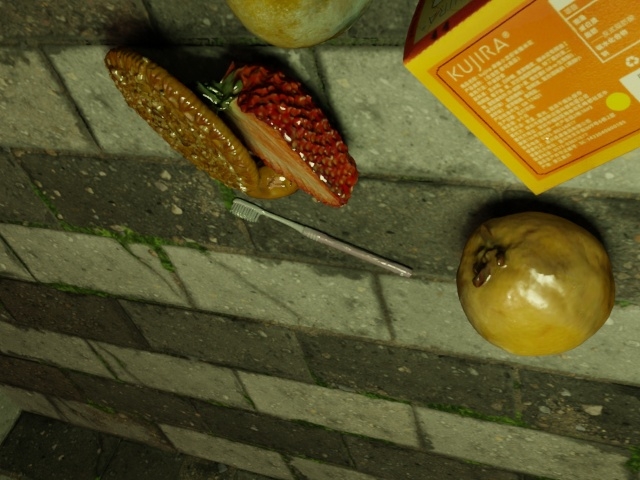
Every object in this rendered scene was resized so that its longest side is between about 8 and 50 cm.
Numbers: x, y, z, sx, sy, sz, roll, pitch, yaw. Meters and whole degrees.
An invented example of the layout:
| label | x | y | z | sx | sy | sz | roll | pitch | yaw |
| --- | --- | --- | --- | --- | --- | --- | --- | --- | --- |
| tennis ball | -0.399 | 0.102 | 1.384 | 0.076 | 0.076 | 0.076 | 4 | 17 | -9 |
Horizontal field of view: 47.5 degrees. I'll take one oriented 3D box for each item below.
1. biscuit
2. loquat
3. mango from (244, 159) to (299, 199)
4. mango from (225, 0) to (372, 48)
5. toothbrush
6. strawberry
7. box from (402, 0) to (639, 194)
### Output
| label | x | y | z | sx | sy | sz | roll | pitch | yaw |
| --- | --- | --- | --- | --- | --- | --- | --- | --- | --- |
| biscuit | -0.214 | -0.175 | 1.111 | 0.305 | 0.038 | 0.305 | 38 | 168 | 9 |
| loquat | 0.317 | 0.065 | 1.086 | 0.238 | 0.193 | 0.238 | 8 | 146 | 6 |
| mango | -0.086 | -0.100 | 1.219 | 0.127 | 0.063 | 0.077 | -7 | 143 | 37 |
| mango | -0.018 | -0.301 | 0.754 | 0.146 | 0.193 | 0.316 | 41 | -177 | 5 |
| toothbrush | 0.000 | 0.000 | 1.325 | 0.353 | 0.029 | 0.024 | 22 | 158 | 3 |
| strawberry | -0.058 | -0.169 | 1.063 | 0.286 | 0.106 | 0.188 | 36 | 167 | -11 |
| box | 0.262 | -0.240 | 0.664 | 0.214 | 0.260 | 0.283 | 38 | 142 | -20 |
